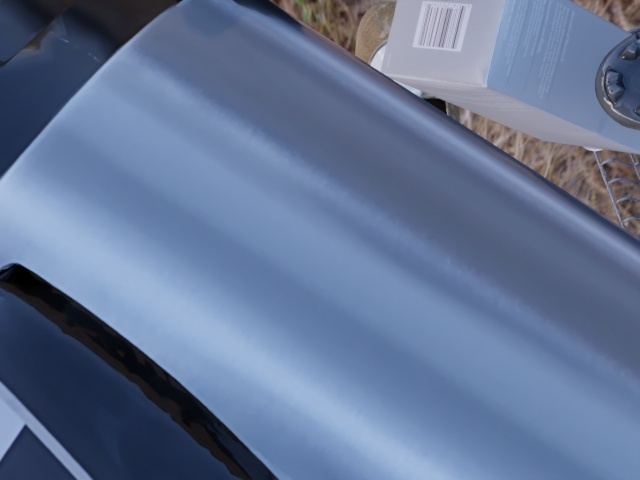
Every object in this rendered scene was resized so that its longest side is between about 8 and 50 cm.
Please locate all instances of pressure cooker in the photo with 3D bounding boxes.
[{"bbox_3d":[-0.074,0.089,0.482,0.420,0.375,0.370,34,58,1],"label":"pressure cooker"}]

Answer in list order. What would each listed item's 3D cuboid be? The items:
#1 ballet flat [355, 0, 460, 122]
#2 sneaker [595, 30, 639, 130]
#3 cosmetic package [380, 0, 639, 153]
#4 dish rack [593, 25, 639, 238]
[{"bbox_3d":[0.106,-0.121,1.360,0.116,0.124,0.343,-7,85,6],"label":"ballet flat"},{"bbox_3d":[0.331,-0.124,0.937,0.276,0.135,0.098,-11,83,-16],"label":"sneaker"},{"bbox_3d":[0.181,-0.151,1.018,0.127,0.238,0.107,15,93,46],"label":"cosmetic package"},{"bbox_3d":[0.377,-0.092,1.228,0.208,0.074,0.272,-24,71,23],"label":"dish rack"}]
